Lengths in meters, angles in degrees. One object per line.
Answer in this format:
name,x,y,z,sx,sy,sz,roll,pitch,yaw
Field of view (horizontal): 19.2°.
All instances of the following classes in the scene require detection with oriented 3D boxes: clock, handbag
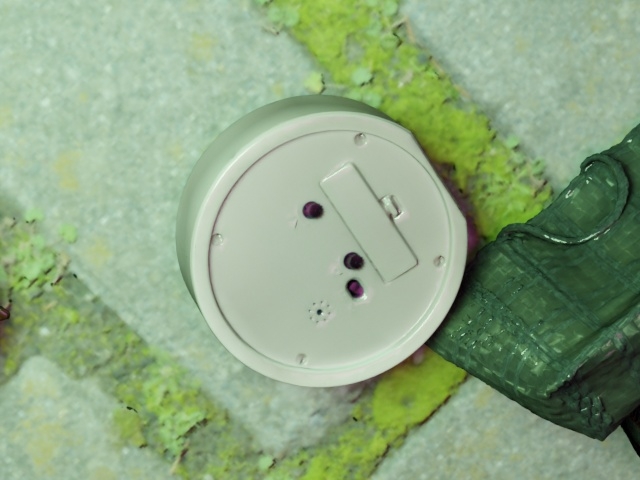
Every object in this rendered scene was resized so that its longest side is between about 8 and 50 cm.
clock,0.000,0.000,1.322,0.197,0.068,0.196,-4,107,-14
handbag,0.204,0.018,1.332,0.270,0.175,0.088,-40,135,-3

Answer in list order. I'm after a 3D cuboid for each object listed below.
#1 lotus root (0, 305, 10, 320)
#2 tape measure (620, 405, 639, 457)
lotus root,-0.297,0.037,1.251,0.260,0.074,0.170,-46,112,0
tape measure,0.325,0.100,1.408,0.223,0.135,0.202,0,116,-13
